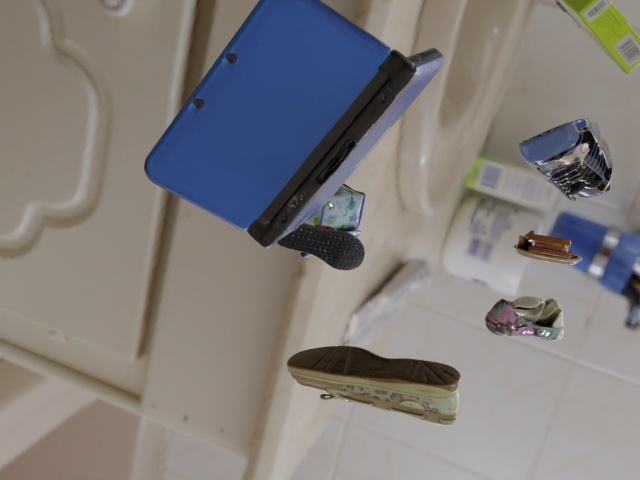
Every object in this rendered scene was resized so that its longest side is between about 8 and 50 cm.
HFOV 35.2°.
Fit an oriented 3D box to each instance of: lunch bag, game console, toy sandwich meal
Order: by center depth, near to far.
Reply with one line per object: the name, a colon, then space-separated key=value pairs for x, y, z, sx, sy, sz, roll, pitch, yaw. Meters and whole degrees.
toy sandwich meal: x=0.256 y=0.006 z=1.134 sx=0.085 sy=0.086 sz=0.029 roll=-20 pitch=120 yaw=-73
game console: x=-0.025 y=-0.154 z=1.212 sx=0.293 sy=0.173 sz=0.250 roll=-48 pitch=176 yaw=25
lunch bag: x=0.019 y=-0.038 z=2.191 sx=0.129 sy=0.096 sz=0.151 roll=-7 pitch=117 yaw=-41

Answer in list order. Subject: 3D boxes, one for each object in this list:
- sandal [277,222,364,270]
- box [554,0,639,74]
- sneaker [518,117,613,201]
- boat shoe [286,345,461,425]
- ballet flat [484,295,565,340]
sandal: x=0.000 y=0.000 z=1.700 sx=0.067 sy=0.179 sz=0.040 roll=-61 pitch=-150 yaw=15
box: x=0.331 y=-0.282 z=1.240 sx=0.042 sy=0.109 sz=0.178 roll=-41 pitch=-152 yaw=16
sneaker: x=0.310 y=-0.094 z=1.226 sx=0.232 sy=0.081 sz=0.090 roll=-12 pitch=82 yaw=-60
boat shoe: x=0.080 y=0.235 z=1.610 sx=0.104 sy=0.285 sz=0.089 roll=-40 pitch=134 yaw=-59
ballet flat: x=0.390 y=0.138 z=1.835 sx=0.222 sy=0.077 sz=0.079 roll=8 pitch=125 yaw=-41
